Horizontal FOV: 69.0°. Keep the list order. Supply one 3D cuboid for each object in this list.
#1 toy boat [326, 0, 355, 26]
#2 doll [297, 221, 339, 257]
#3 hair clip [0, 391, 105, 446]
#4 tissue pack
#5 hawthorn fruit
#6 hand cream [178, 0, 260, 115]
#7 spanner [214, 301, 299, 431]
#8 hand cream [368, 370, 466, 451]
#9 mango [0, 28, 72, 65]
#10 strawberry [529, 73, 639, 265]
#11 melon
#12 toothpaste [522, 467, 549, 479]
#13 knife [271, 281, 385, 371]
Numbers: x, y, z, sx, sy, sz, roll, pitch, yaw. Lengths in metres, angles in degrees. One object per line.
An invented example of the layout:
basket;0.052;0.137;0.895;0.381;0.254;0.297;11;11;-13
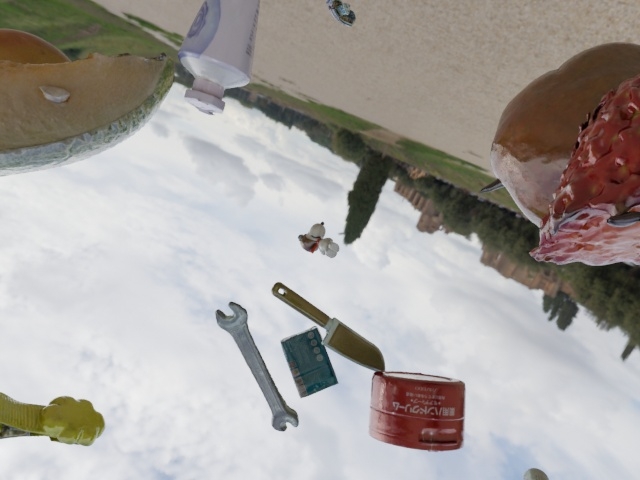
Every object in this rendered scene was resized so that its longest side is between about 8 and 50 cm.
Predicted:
toy boat;0.043;-0.452;0.915;0.038;0.038;0.083;34;-168;39
doll;-0.002;0.006;0.797;0.040;0.058;0.085;26;-157;-42
hair clip;-0.361;0.235;0.616;0.173;0.046;0.072;37;-163;-48
tissue pack;-0.033;0.340;1.316;0.120;0.169;0.082;-21;172;-6
hawthorn fruit;0.389;-0.132;0.712;0.268;0.300;0.268;53;-158;-31
hand cream;-0.067;-0.163;0.337;0.053;0.142;0.084;14;180;-22
spanner;-0.117;0.248;0.899;0.071;0.302;0.017;-19;-164;18
hand cream;0.191;0.331;0.925;0.193;0.125;0.193;3;170;1
mango;-0.481;-0.266;0.825;0.113;0.138;0.253;-11;136;45
strawberry;0.309;-0.072;0.452;0.233;0.178;0.234;-1;160;0
melon;-0.216;-0.118;0.416;0.182;0.098;0.054;-12;-175;-25
toothpaste;0.291;0.356;0.612;0.038;0.060;0.233;19;-175;20
knife;0.024;0.193;0.971;0.343;0.061;0.027;37;163;-25
